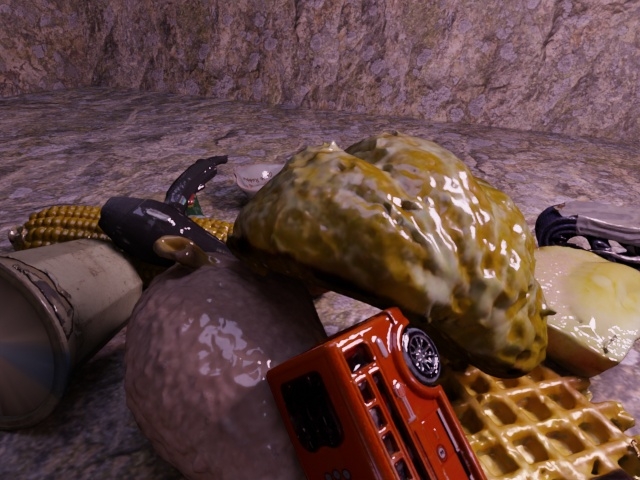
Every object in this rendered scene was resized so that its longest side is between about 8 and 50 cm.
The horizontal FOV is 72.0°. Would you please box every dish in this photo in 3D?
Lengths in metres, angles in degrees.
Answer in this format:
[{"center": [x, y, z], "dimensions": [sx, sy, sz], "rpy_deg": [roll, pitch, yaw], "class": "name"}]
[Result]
[{"center": [-0.117, -0.130, 1.149], "dimensions": [0.229, 0.081, 0.229], "rpy_deg": [6, 27, -3], "class": "dish"}]

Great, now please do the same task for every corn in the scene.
[{"center": [-0.312, 0.016, 0.760], "dimensions": [0.387, 0.144, 0.144], "rpy_deg": [4, 26, -8], "class": "corn"}]

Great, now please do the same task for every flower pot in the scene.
[{"center": [-0.349, 0.083, 0.557], "dimensions": [0.212, 0.213, 0.203], "rpy_deg": [7, 19, 7], "class": "flower pot"}]

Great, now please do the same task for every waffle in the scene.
[{"center": [0.199, 0.214, 0.509], "dimensions": [0.307, 0.060, 0.311], "rpy_deg": [20, 30, 34], "class": "waffle"}]

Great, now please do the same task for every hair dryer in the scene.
[{"center": [-0.183, -0.063, 0.706], "dimensions": [0.235, 0.091, 0.272], "rpy_deg": [23, 51, -7], "class": "hair dryer"}]

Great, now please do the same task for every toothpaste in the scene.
[{"center": [-0.322, -0.093, 1.097], "dimensions": [0.049, 0.032, 0.204], "rpy_deg": [-7, 30, -19], "class": "toothpaste"}]

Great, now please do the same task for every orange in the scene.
[{"center": [0.103, 0.006, 0.493], "dimensions": [0.368, 0.210, 0.271], "rpy_deg": [30, 0, -23], "class": "orange"}]

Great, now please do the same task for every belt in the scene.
[{"center": [0.564, 0.002, 0.897], "dimensions": [0.230, 0.140, 0.126], "rpy_deg": [14, 27, 16], "class": "belt"}]

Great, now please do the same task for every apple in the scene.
[{"center": [0.379, 0.098, 0.674], "dimensions": [0.264, 0.120, 0.193], "rpy_deg": [-23, 50, -38], "class": "apple"}]

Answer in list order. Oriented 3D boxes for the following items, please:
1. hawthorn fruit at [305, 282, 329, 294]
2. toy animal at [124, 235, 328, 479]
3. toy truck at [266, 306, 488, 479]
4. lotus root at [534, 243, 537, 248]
[{"center": [0.000, 0.000, 0.803], "dimensions": [0.199, 0.200, 0.251], "rpy_deg": [24, 15, 36], "class": "hawthorn fruit"}, {"center": [-0.095, 0.130, 0.475], "dimensions": [0.226, 0.188, 0.358], "rpy_deg": [19, 20, -26], "class": "toy animal"}, {"center": [0.060, 0.189, 0.333], "dimensions": [0.114, 0.107, 0.253], "rpy_deg": [-10, 71, -48], "class": "toy truck"}, {"center": [0.289, 0.018, 0.794], "dimensions": [0.199, 0.188, 0.180], "rpy_deg": [-17, 44, -41], "class": "lotus root"}]
